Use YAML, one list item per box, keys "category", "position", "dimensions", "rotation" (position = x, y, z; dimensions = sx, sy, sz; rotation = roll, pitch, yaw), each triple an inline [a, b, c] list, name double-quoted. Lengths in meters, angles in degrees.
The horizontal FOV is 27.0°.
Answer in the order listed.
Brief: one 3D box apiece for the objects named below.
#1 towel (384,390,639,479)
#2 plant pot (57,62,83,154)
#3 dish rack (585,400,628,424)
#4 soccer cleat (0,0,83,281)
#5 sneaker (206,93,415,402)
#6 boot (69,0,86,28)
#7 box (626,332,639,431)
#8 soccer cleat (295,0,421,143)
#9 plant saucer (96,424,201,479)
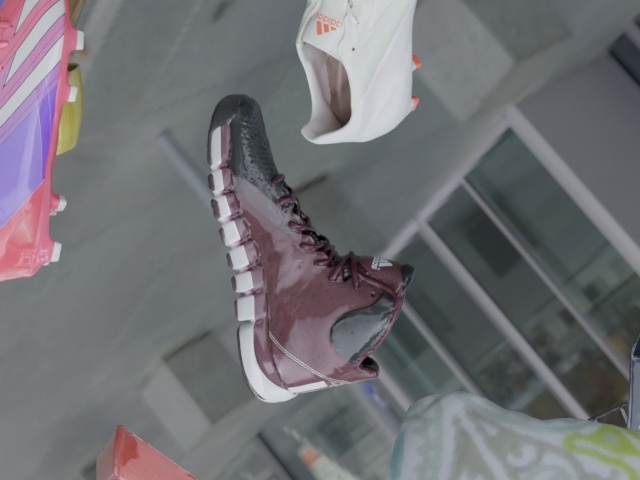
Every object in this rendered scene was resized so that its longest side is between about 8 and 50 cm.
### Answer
- category: "towel"
  position: [0.181, 0.244, 0.545]
  dimensions: [0.090, 0.375, 0.320]
  rotation: [85, 20, -53]
- category: "plant pot"
  position: [-0.348, -0.154, 1.648]
  dimensions: [0.134, 0.095, 0.134]
  rotation: [-15, -162, 5]
- category: "dish rack"
  position: [0.216, 0.215, 0.975]
  dimensions: [0.272, 0.208, 0.074]
  rotation: [-26, 129, 2]
- category: "soccer cleat"
  position: [-0.228, -0.094, 0.955]
  dimensions: [0.095, 0.248, 0.083]
  rotation: [6, 171, -24]
- category: "sneaker"
  position: [0.000, 0.000, 1.187]
  dimensions: [0.163, 0.281, 0.106]
  rotation: [-7, -171, 15]
- category: "boot"
  position: [-0.241, -0.272, 1.338]
  dimensions: [0.236, 0.089, 0.269]
  rotation: [28, 83, -63]
- category: "box"
  position: [0.297, 0.084, 0.894]
  dimensions: [0.156, 0.158, 0.093]
  rotation: [-52, 144, -53]
- category: "soccer cleat"
  position: [0.022, -0.144, 0.771]
  dimensions: [0.076, 0.068, 0.196]
  rotation: [-23, 127, -33]
- category: "plant saucer"
  position: [-0.152, 0.321, 1.532]
  dimensions: [0.047, 0.258, 0.259]
  rotation: [-56, -177, -22]
